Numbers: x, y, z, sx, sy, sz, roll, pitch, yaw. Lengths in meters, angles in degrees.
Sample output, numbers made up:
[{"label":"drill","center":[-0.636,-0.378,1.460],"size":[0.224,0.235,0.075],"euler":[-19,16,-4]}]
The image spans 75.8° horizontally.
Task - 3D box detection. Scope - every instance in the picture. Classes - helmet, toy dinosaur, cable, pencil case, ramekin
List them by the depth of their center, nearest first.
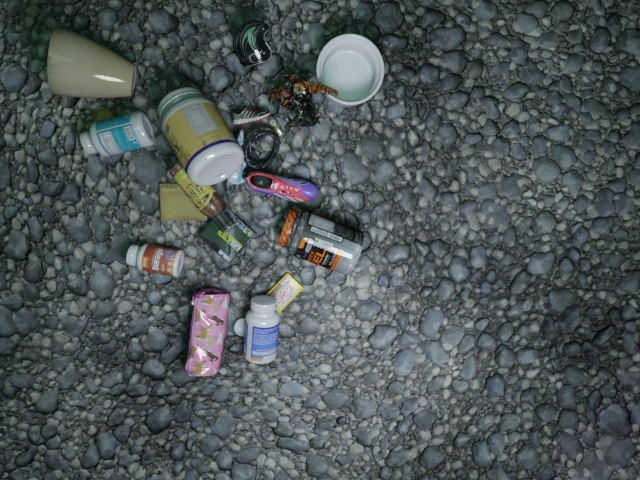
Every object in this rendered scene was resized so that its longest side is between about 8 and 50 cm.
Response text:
[{"label":"helmet","center":[-0.273,-0.805,1.679],"size":[0.169,0.169,0.162],"euler":[-17,114,-1]},{"label":"toy dinosaur","center":[-0.085,-0.578,1.683],"size":[0.164,0.321,0.219],"euler":[-15,106,-37]},{"label":"ramekin","center":[0.118,-0.700,1.726],"size":[0.277,0.135,0.278],"euler":[0,97,-4]},{"label":"cable","center":[-0.252,-0.397,1.763],"size":[0.150,0.047,0.185],"euler":[30,96,-27]},{"label":"pencil case","center":[-0.501,0.402,1.809],"size":[0.167,0.160,0.387],"euler":[7,97,-5]}]

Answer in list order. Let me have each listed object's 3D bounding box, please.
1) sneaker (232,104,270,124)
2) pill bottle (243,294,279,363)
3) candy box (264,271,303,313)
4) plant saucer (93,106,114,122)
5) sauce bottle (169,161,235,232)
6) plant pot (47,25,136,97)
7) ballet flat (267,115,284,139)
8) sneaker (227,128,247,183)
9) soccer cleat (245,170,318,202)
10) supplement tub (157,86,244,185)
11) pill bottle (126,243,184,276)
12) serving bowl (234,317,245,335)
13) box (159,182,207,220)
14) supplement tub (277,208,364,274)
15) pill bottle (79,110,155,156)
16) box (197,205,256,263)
[{"label":"sneaker","center":[-0.300,-0.544,1.756],"size":[0.170,0.063,0.075],"euler":[-11,103,3]},{"label":"pill bottle","center":[-0.257,0.386,1.806],"size":[0.152,0.152,0.272],"euler":[6,105,-4]},{"label":"candy box","center":[-0.184,0.252,1.874],"size":[0.105,0.027,0.206],"euler":[43,93,-10]},{"label":"plant saucer","center":[-0.918,-0.522,1.748],"size":[0.083,0.015,0.084],"euler":[0,96,-3]},{"label":"sauce bottle","center":[-0.489,-0.185,1.737],"size":[0.111,0.111,0.344],"euler":[-40,92,2]},{"label":"plant pot","center":[-0.891,-0.676,1.637],"size":[0.273,0.256,0.257],"euler":[8,96,-21]},{"label":"ballet flat","center":[-0.191,-0.493,1.780],"size":[0.041,0.041,0.114],"euler":[-33,97,1]},{"label":"sneaker","center":[-0.354,-0.360,1.775],"size":[0.086,0.085,0.237],"euler":[5,91,-35]},{"label":"soccer cleat","center":[-0.166,-0.230,1.773],"size":[0.318,0.116,0.109],"euler":[12,96,-4]},{"label":"supplement tub","center":[-0.481,-0.414,1.642],"size":[0.241,0.241,0.331],"euler":[-33,78,1]},{"label":"pill bottle","center":[-0.712,0.081,1.777],"size":[0.216,0.121,0.121],"euler":[11,96,-5]},{"label":"serving bowl","center":[-0.352,0.393,1.881],"size":[0.083,0.027,0.084],"euler":[0,97,-3]},{"label":"box","center":[-0.601,-0.168,1.804],"size":[0.201,0.021,0.165],"euler":[0,96,-3]},{"label":"supplement tub","center":[0.000,0.000,1.765],"size":[0.337,0.207,0.207],"euler":[21,95,-5]},{"label":"pill bottle","center":[-0.839,-0.434,1.698],"size":[0.263,0.146,0.146],"euler":[-14,97,-1]},{"label":"box","center":[-0.412,-0.025,1.821],"size":[0.190,0.045,0.184],"euler":[43,90,-6]}]
